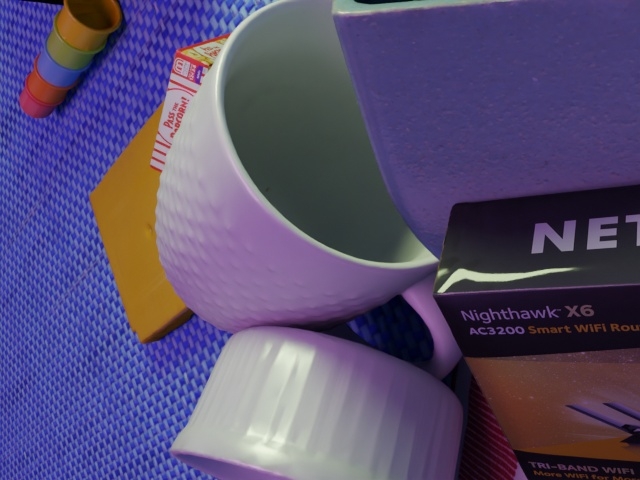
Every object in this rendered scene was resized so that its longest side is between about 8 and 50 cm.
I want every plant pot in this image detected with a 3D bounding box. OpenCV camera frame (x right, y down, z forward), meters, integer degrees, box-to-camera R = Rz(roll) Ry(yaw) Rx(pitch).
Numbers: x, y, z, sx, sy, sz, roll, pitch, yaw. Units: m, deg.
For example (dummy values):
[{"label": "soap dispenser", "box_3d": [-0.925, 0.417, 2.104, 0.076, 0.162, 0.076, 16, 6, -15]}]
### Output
[{"label": "plant pot", "box_3d": [0.169, -0.104, 0.569, 0.247, 0.248, 0.252, 1, 128, 17]}]

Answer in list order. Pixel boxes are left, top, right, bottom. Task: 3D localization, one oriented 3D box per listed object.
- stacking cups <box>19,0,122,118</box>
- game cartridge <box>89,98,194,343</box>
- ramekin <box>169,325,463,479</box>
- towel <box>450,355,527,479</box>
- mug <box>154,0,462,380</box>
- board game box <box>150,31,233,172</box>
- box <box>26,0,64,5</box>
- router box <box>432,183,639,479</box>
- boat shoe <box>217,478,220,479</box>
[{"label": "stacking cups", "box_3d": [-0.443, -0.304, 1.361, 0.316, 0.096, 0.096, -37, 70, 47]}, {"label": "game cartridge", "box_3d": [-0.245, -0.018, 1.226, 0.323, 0.052, 0.285, -35, 71, 47]}, {"label": "ramekin", "box_3d": [0.006, 0.190, 0.776, 0.277, 0.277, 0.135, -9, 55, 48]}, {"label": "towel", "box_3d": [0.198, 0.266, 0.711, 0.329, 0.037, 0.237, -140, 52, -59]}, {"label": "mug", "box_3d": [0.000, 0.000, 0.812, 0.374, 0.276, 0.328, 50, 145, 1]}, {"label": "board game box", "box_3d": [-0.123, -0.170, 0.955, 0.045, 0.193, 0.147, 26, 119, 10]}, {"label": "box", "box_3d": [-0.408, -0.650, 1.115, 0.480, 0.297, 0.472, -12, 86, 48]}, {"label": "router box", "box_3d": [0.256, 0.071, 0.493, 0.308, 0.081, 0.243, -6, 136, 29]}, {"label": "boat shoe", "box_3d": [-0.080, 0.305, 1.052, 0.113, 0.105, 0.306, 31, 143, 29]}]
